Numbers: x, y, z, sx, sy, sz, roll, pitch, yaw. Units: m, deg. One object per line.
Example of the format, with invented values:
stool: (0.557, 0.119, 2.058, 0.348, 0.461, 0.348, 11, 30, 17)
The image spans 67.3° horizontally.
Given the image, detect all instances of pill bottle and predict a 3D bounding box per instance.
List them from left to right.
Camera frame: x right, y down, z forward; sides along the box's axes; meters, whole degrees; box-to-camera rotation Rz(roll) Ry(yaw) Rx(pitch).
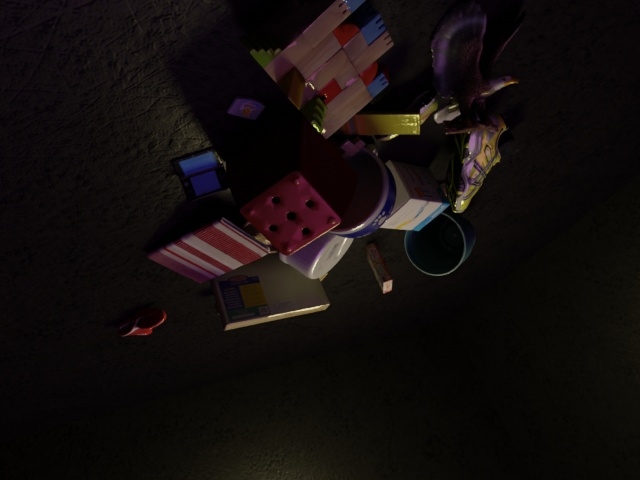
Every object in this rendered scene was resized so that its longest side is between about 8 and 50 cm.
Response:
pill bottle: (0.156, -0.263, 1.488, 0.043, 0.043, 0.083, -22, 155, -2)

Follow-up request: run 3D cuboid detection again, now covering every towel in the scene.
towel: (-0.357, 0.035, 1.542, 0.329, 0.037, 0.237, -22, 143, 27)
towel: (0.146, -0.315, 1.287, 0.237, 0.021, 0.102, 2, 161, 12)

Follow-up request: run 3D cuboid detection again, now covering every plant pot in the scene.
plant pot: (-0.073, -0.125, 1.224, 0.267, 0.235, 0.267, -32, 120, 19)
plant pot: (0.544, -0.005, 2.083, 0.272, 0.271, 0.255, -42, 162, 35)

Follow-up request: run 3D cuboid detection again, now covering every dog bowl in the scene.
dog bowl: (0.083, -0.142, 1.408, 0.265, 0.264, 0.104, -32, 155, 19)

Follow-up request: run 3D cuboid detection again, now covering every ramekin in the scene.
ramekin: (0.000, 0.000, 1.642, 0.277, 0.135, 0.277, -44, 160, -21)

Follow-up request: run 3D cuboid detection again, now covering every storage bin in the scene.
storage bin: (0.591, -0.316, 1.693, 0.180, 0.084, 0.122, -32, 153, 20)

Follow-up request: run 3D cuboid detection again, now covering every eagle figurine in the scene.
eagle figurine: (0.398, -0.423, 1.217, 0.225, 0.298, 0.226, 0, -169, 17)

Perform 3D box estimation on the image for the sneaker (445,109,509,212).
sneaker: (0.510, -0.242, 1.580, 0.147, 0.145, 0.384, -3, 136, -5)

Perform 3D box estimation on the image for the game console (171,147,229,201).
game console: (-0.311, -0.170, 1.261, 0.122, 0.107, 0.071, -19, -177, -6)

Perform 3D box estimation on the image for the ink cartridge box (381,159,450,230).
ink cartridge box: (0.290, -0.152, 1.667, 0.233, 0.171, 0.168, 2, 145, -42)

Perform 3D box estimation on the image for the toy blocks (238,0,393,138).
toy blocks: (0.029, -0.393, 1.012, 0.261, 0.190, 0.381, -40, 151, 9)

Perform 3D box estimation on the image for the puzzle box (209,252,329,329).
puzzle box: (-0.195, 0.163, 1.775, 0.409, 0.272, 0.052, -6, 149, -29)

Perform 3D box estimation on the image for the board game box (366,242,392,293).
board game box: (0.263, 0.125, 2.162, 0.045, 0.193, 0.146, -22, 155, -3)

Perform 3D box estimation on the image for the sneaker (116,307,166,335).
sneaker: (-0.691, 0.325, 1.932, 0.221, 0.087, 0.128, -16, 165, 15)

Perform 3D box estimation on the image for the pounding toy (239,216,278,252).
pounding toy: (-0.213, -0.046, 1.564, 0.181, 0.094, 0.206, -7, 146, -9)

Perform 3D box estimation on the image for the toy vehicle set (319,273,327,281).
toy vehicle set: (-0.116, 0.186, 2.157, 0.267, 0.035, 0.166, -4, 149, -34)

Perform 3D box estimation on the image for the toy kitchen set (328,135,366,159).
toy kitchen set: (0.065, -0.280, 1.345, 0.083, 0.075, 0.068, -36, 152, 19)

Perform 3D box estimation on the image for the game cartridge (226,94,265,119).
game cartridge: (-0.175, -0.317, 1.144, 0.083, 0.017, 0.056, 2, 141, -42)

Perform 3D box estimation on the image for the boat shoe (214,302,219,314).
boat shoe: (-0.290, 0.195, 1.958, 0.324, 0.122, 0.120, -31, 150, -2)

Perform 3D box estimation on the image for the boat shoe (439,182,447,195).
boat shoe: (0.463, -0.181, 1.882, 0.170, 0.059, 0.063, -15, 154, -16)

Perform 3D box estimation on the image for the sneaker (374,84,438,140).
sneaker: (0.249, -0.344, 1.363, 0.209, 0.081, 0.094, -32, 156, 17)
